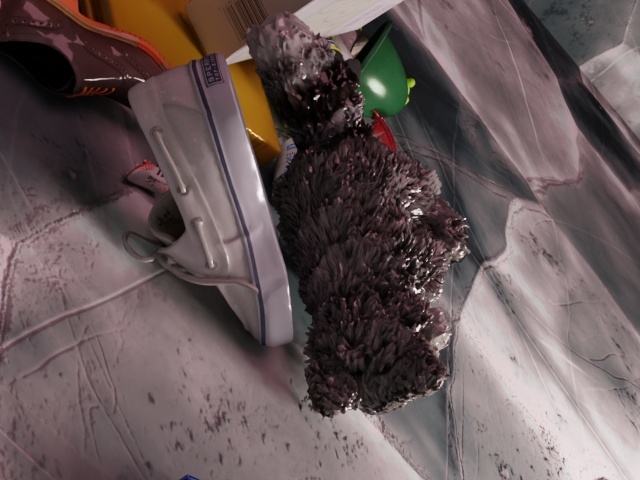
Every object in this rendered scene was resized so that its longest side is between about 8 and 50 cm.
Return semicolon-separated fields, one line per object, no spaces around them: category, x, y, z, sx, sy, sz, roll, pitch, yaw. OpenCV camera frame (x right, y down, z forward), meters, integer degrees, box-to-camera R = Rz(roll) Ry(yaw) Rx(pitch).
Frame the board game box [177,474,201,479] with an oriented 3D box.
board game box;-0.053;0.317;1.404;0.210;0.047;0.160;32;31;-45

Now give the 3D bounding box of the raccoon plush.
raccoon plush;0.000;0.000;1.752;0.446;0.216;0.299;49;27;-22

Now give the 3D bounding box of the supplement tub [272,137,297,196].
supplement tub;-0.026;-0.081;1.999;0.071;0.071;0.107;45;24;-25

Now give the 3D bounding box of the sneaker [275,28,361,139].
sneaker;-0.032;-0.249;2.183;0.147;0.145;0.384;26;28;-15

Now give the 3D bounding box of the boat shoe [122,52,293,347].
boat shoe;-0.131;-0.019;1.620;0.136;0.156;0.367;-106;-179;-49

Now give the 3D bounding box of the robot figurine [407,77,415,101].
robot figurine;0.106;-0.266;2.539;0.101;0.067;0.115;17;42;-40

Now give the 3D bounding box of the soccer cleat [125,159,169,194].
soccer cleat;-0.186;-0.068;1.704;0.035;0.029;0.083;56;17;12

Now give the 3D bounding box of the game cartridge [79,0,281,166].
game cartridge;-0.190;-0.269;1.965;0.324;0.053;0.285;36;29;-46

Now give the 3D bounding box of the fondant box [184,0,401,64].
fondant box;0.020;-0.340;1.988;0.330;0.238;0.096;-26;89;-50

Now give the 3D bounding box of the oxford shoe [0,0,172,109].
oxford shoe;-0.257;-0.185;1.670;0.271;0.097;0.098;30;52;-39

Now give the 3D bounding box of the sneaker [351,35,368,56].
sneaker;0.021;-0.322;2.443;0.086;0.064;0.192;60;25;-3

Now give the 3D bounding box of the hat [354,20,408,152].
hat;0.120;-0.204;2.296;0.183;0.173;0.208;35;-13;-7
